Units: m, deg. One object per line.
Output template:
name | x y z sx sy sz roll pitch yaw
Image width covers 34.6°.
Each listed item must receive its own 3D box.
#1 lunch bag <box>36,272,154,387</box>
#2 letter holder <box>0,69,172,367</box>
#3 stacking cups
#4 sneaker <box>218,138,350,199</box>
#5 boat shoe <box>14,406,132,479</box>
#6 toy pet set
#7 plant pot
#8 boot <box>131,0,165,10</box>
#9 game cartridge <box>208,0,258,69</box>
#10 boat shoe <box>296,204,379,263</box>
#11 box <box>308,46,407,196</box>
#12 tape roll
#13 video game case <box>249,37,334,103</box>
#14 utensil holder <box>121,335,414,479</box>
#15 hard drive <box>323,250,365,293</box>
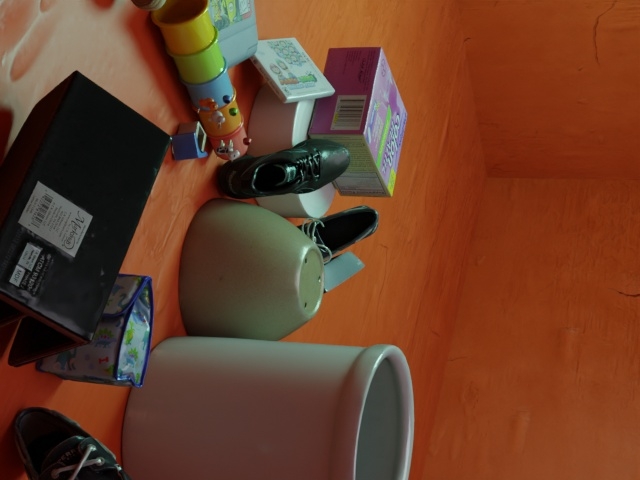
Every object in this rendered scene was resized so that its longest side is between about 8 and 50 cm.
lunch bag | -0.299 0.115 1.393 0.096 0.129 0.151 47 50 -63
letter holder | -0.344 -0.019 1.268 0.152 0.214 0.301 35 54 -29
stacking cups | -0.194 -0.260 1.712 0.316 0.096 0.096 77 25 -47
sneaker | -0.049 -0.122 1.885 0.267 0.106 0.101 -17 105 -28
boat shoe | -0.291 0.287 1.244 0.108 0.301 0.102 -31 123 -23
toy pet set | -0.185 -0.168 1.689 0.122 0.114 0.065 64 25 -51
plant pot | -0.102 0.067 1.835 0.284 0.191 0.284 2 90 -70
boot | -0.286 -0.428 1.438 0.165 0.077 0.213 -33 118 -66
game cartridge | -0.179 -0.439 1.766 0.196 0.060 0.294 -44 133 -56
boat shoe | 0.000 0.000 2.042 0.079 0.255 0.095 127 -56 -81
box | 0.083 -0.240 2.119 0.243 0.117 0.213 60 37 -57
tape roll | -0.049 -0.185 2.081 0.286 0.100 0.286 3 90 -70
video game case | -0.060 -0.328 1.967 0.157 0.019 0.143 -20 70 -52
utensil holder | -0.075 0.318 1.656 0.327 0.386 0.327 2 90 -69
hard drive | -0.019 0.086 2.112 0.054 0.172 0.255 66 22 -2
